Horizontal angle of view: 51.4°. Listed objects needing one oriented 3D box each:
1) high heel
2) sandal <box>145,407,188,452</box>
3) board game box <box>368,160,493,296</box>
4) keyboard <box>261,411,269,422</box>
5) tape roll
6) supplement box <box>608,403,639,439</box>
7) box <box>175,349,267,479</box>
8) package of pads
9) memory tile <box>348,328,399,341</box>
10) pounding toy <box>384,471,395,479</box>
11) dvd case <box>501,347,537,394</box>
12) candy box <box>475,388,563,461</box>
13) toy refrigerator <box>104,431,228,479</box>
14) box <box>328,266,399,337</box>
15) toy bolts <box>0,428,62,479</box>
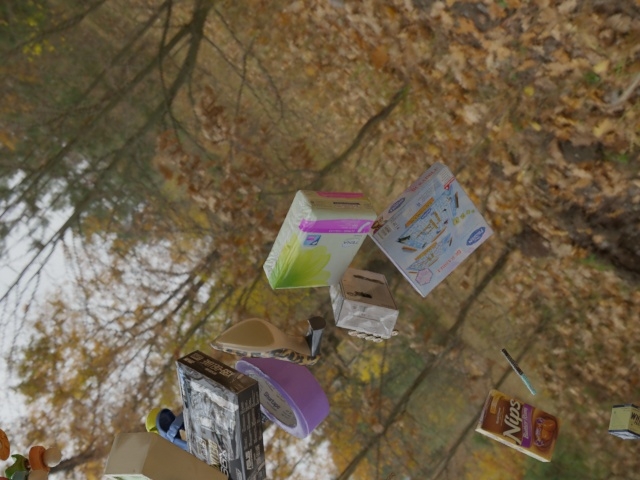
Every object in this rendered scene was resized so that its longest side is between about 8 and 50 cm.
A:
[{"bbox_3d":[-0.119,0.255,1.521,0.186,0.261,0.093,101,158,-51],"label":"high heel"},{"bbox_3d":[-0.434,0.672,2.146,0.317,0.138,0.126,60,-151,-9],"label":"sandal"},{"bbox_3d":[0.350,-0.031,2.121,0.318,0.318,0.066,48,179,-29],"label":"board game box"},{"bbox_3d":[-0.253,0.549,2.117,0.192,0.100,0.038,30,-133,-21],"label":"keyboard"},{"bbox_3d":[-0.105,0.404,1.807,0.275,0.090,0.275,34,149,25],"label":"tape roll"},{"bbox_3d":[0.878,0.517,1.899,0.056,0.083,0.083,24,158,-8],"label":"supplement box"},{"bbox_3d":[-0.254,0.465,1.715,0.242,0.076,0.307,17,118,39],"label":"box"},{"bbox_3d":[0.000,0.000,1.813,0.229,0.296,0.101,0,-137,-35],"label":"package of pads"},{"bbox_3d":[0.174,0.301,2.172,0.148,0.113,0.012,20,-127,-34],"label":"memory tile"},{"bbox_3d":[0.097,0.597,1.478,0.100,0.130,0.141,17,-116,-59],"label":"pounding toy"},{"bbox_3d":[0.532,0.351,1.789,0.087,0.013,0.119,52,-173,-28],"label":"dvd case"},{"bbox_3d":[0.492,0.459,1.653,0.186,0.109,0.053,23,161,6],"label":"candy box"},{"bbox_3d":[-0.313,0.492,1.381,0.102,0.094,0.269,-10,141,25],"label":"toy refrigerator"},{"bbox_3d":[0.123,0.173,1.984,0.169,0.087,0.290,13,-163,-9],"label":"box"},{"bbox_3d":[-0.903,0.677,2.025,0.228,0.158,0.218,-115,7,-64],"label":"toy bolts"}]
